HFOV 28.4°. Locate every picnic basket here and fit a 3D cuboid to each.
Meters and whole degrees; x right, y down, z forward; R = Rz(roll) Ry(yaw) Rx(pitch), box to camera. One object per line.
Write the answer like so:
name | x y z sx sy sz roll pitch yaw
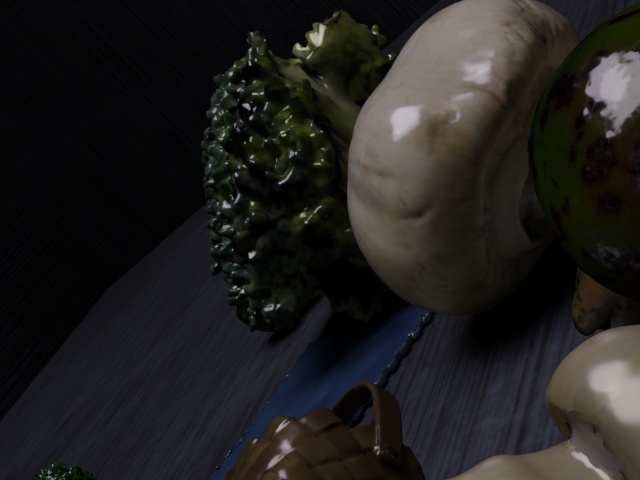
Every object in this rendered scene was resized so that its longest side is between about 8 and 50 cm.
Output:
picnic basket | 0.010 0.162 0.779 0.128 0.138 0.178 -52 12 21

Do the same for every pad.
pad | -0.016 0.168 1.219 0.269 0.012 0.269 -51 12 -29

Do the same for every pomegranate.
pomegranate | 0.207 -0.030 0.725 0.202 0.202 0.248 -55 -16 -44

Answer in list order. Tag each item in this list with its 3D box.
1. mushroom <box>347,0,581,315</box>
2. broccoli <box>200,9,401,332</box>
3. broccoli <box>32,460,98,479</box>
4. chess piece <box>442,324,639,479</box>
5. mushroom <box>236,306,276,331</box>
mushroom | 0.154 -0.061 1.014 0.254 0.234 0.260 -9 -67 -55
broccoli | 0.022 -0.038 1.319 0.281 0.348 0.293 -12 54 4
broccoli | -0.330 0.299 1.179 0.298 0.297 0.297 -26 -36 -21
chess piece | 0.133 0.110 0.527 0.300 0.167 0.167 -39 10 -6
mushroom | 0.000 0.000 1.627 0.312 0.081 0.100 -49 17 -29
